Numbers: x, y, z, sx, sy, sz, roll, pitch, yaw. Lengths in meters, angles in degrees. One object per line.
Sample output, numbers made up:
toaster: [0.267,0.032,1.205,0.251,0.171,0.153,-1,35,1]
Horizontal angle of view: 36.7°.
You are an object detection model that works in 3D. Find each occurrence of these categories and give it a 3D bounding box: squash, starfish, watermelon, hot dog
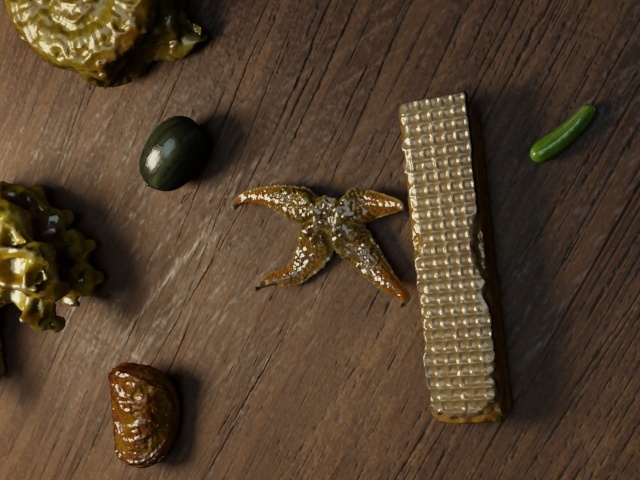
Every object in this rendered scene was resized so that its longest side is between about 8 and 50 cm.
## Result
squash: [0.271,-0.118,1.073,0.089,0.027,0.027,-39,77,17]
starfish: [0.001,0.001,1.190,0.247,0.050,0.138,4,95,31]
watermelon: [-0.192,-0.110,1.249,0.078,0.078,0.110,40,112,17]
hot dog: [-0.241,0.232,1.296,0.099,0.065,0.147,1,104,23]

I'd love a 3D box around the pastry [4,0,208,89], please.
pastry: [-0.296,-0.323,1.255,0.240,0.132,0.235,-19,84,24]

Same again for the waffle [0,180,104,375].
waffle: [-0.475,0.062,1.350,0.324,0.151,0.261,-36,82,20]

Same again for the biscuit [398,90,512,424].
biscuit: [0.154,0.024,1.116,0.094,0.054,0.378,-7,90,25]
